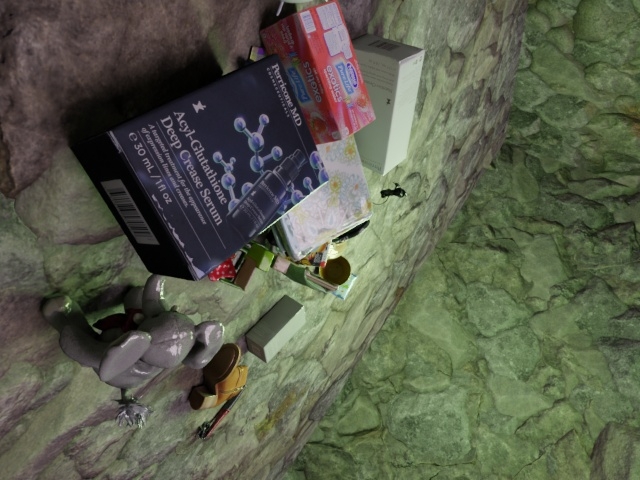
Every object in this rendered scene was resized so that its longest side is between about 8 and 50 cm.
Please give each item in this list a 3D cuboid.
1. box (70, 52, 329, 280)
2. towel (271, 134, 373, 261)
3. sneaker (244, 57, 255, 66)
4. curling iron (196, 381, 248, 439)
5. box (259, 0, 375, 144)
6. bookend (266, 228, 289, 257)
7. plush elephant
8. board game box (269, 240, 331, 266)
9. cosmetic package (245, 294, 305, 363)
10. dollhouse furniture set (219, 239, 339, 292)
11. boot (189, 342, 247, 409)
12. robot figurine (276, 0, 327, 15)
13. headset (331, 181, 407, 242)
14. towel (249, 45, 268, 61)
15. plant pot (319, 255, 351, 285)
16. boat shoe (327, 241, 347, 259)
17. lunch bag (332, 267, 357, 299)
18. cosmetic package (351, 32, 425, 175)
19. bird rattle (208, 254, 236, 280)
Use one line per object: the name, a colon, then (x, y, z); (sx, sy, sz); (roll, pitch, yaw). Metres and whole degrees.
box: (-0.219, -0.153, 0.949); (0.395, 0.212, 0.293); (-42, 119, -35)
towel: (-0.022, -0.166, 1.332); (0.320, 0.090, 0.374); (-30, 115, -26)
sneaker: (-0.144, -0.356, 1.154); (0.082, 0.069, 0.209); (-47, 157, -5)
curling iron: (-0.376, 0.663, 1.821); (0.274, 0.035, 0.068); (-44, 150, -30)
box: (-0.001, -0.403, 1.148); (0.154, 0.142, 0.300); (-40, 118, -36)
bookend: (-0.130, -0.056, 1.415); (0.156, 0.072, 0.157); (26, 102, -25)
plush elephant: (-0.368, 0.194, 0.977); (0.255, 0.330, 0.272); (-37, 157, 24)
board game box: (-0.047, -0.063, 1.514); (0.193, 0.053, 0.305); (6, 115, -17)
cosmetic package: (-0.167, 0.337, 1.793); (0.238, 0.107, 0.127); (-45, 150, -34)
dollhouse furniture set: (-0.125, 0.126, 1.416); (0.301, 0.197, 0.151); (29, 89, -37)
boot: (-0.315, 0.470, 1.647); (0.220, 0.109, 0.283); (10, 110, -61)
robot figurine: (-0.054, -0.625, 0.899); (0.300, 0.200, 0.353); (-13, 141, -5)
headset: (0.120, -0.130, 1.661); (0.394, 0.185, 0.243); (-18, 106, -37)
towel: (-0.146, -0.439, 1.141); (0.083, 0.009, 0.060); (-18, 132, -54)
plant pot: (0.061, 0.126, 1.976); (0.134, 0.134, 0.095); (-59, 178, -4)
boat shoe: (0.000, 0.000, 1.721); (0.341, 0.121, 0.110); (-15, 130, -54)
lunch bag: (0.090, 0.190, 2.112); (0.129, 0.096, 0.151); (-59, -177, -3)
cosmetic package: (0.179, -0.431, 1.502); (0.156, 0.217, 0.385); (-39, 145, -37)
bird rattle: (-0.292, -0.010, 1.243); (0.207, 0.143, 0.253); (16, 116, -52)
